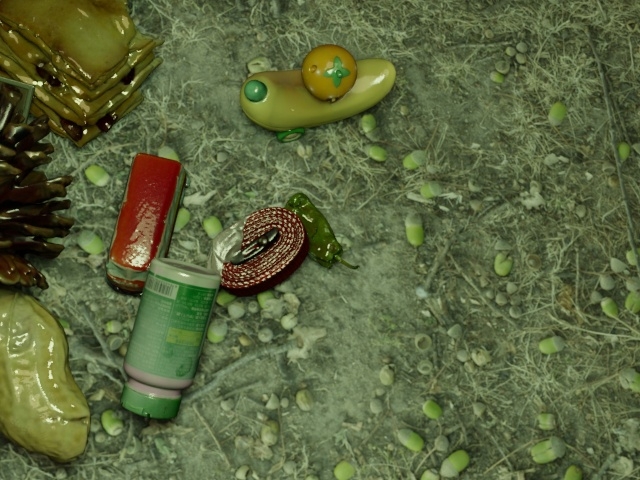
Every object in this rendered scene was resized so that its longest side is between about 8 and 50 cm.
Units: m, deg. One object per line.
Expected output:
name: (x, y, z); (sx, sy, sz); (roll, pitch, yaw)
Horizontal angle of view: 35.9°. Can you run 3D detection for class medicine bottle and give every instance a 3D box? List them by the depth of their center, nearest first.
medicine bottle: (-0.274, 0.177, 1.772); (0.133, 0.133, 0.274); (16, 93, -4)

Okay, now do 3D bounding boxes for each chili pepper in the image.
chili pepper: (-0.002, 0.001, 1.934); (0.072, 0.073, 0.204); (-36, 71, 1)

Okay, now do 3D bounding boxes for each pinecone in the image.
pinecone: (-0.598, -0.096, 1.694); (0.384, 0.384, 0.384); (3, 74, -9)

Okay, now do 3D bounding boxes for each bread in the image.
bread: (-0.456, -0.408, 1.915); (0.314, 0.191, 0.370); (36, 70, 3)

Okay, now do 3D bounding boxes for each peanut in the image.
peanut: (-0.517, 0.235, 1.740); (0.174, 0.158, 0.340); (-17, 84, -13)

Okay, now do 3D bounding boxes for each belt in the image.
belt: (-0.116, 0.025, 1.875); (0.201, 0.124, 0.128); (-32, 77, -1)

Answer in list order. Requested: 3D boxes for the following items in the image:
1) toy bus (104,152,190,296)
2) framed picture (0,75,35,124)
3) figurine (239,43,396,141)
toy bus: (-0.330, -0.033, 1.862); (0.121, 0.120, 0.265); (13, 72, -4)
framed picture: (-0.652, -0.191, 1.846); (0.189, 0.023, 0.260); (14, 100, -5)
figurine: (-0.002, -0.306, 1.942); (0.324, 0.222, 0.124); (-15, 75, -13)
